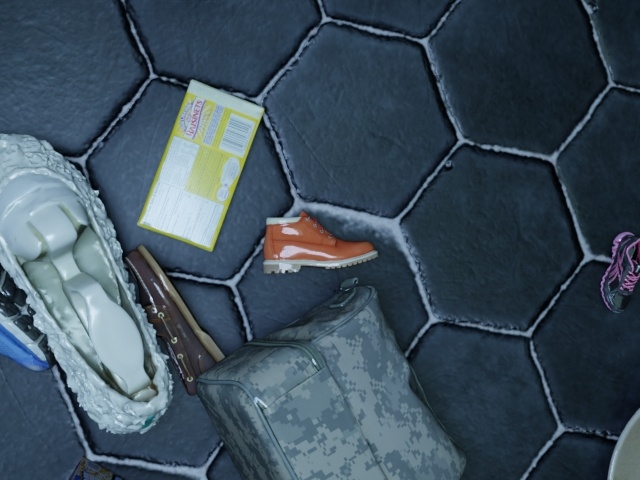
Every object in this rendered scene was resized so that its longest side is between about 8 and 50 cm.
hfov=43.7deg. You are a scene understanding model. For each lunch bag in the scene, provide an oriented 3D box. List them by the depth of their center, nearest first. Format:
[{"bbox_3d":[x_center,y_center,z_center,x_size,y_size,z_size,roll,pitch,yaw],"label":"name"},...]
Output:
[{"bbox_3d":[0.030,0.233,1.003,0.256,0.212,0.305,-32,98,-27],"label":"lunch bag"}]

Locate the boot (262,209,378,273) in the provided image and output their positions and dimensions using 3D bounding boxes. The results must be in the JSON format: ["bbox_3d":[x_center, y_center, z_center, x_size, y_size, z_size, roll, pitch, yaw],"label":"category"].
[{"bbox_3d":[0.000,0.000,1.074,0.157,0.059,0.085,-2,86,-9],"label":"boot"}]

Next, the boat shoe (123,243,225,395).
[{"bbox_3d":[-0.198,0.105,1.031,0.073,0.073,0.207,-34,96,-11],"label":"boat shoe"}]

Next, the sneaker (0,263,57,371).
[{"bbox_3d":[-0.467,0.063,0.975,0.330,0.130,0.147,37,108,-14],"label":"sneaker"}]

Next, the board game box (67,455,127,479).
[{"bbox_3d":[-0.230,0.350,0.991,0.193,0.147,0.045,32,85,-8],"label":"board game box"}]

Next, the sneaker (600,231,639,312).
[{"bbox_3d":[0.442,0.047,1.148,0.047,0.057,0.119,10,90,-12],"label":"sneaker"}]

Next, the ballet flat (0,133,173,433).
[{"bbox_3d":[-0.283,0.039,0.938,0.147,0.147,0.409,-30,92,-8],"label":"ballet flat"}]

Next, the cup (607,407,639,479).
[{"bbox_3d":[0.598,0.361,1.074,0.236,0.331,0.331,18,87,-37],"label":"cup"}]

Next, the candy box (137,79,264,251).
[{"bbox_3d":[-0.158,-0.098,1.060,0.105,0.027,0.206,21,87,-7],"label":"candy box"}]
